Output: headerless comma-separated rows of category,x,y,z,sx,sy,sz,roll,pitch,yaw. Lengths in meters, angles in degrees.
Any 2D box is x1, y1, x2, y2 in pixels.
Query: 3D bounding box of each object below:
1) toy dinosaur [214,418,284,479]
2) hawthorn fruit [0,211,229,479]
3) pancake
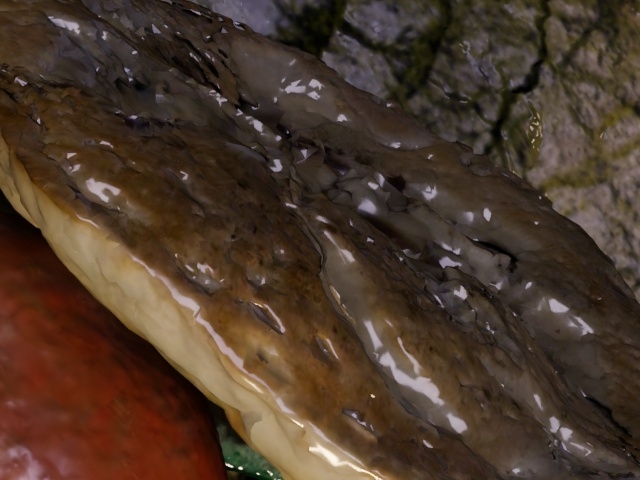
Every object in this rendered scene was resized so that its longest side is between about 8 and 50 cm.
toy dinosaur,0.026,0.080,0.816,0.383,0.076,0.129,19,55,-5
hawthorn fruit,-0.117,0.111,0.629,0.199,0.199,0.251,-33,59,-32
pancake,0.001,0.000,0.714,0.387,0.082,0.387,31,19,-12
